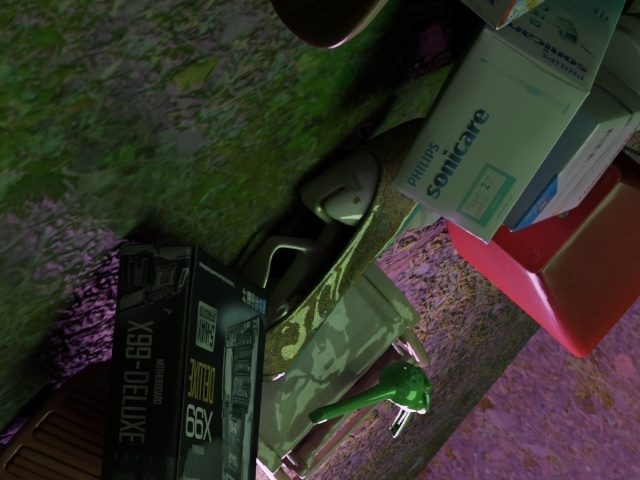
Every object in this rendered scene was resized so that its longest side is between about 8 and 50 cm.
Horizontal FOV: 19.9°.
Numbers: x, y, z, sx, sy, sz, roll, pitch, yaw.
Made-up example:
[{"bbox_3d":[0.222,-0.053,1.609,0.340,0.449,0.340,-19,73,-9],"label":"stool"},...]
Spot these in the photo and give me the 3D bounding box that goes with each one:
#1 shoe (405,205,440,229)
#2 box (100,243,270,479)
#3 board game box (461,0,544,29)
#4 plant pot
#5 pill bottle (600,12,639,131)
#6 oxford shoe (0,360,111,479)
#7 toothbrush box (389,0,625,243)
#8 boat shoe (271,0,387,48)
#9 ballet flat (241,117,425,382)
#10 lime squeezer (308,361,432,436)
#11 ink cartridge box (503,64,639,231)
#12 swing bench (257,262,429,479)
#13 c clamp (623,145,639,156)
[{"bbox_3d":[0.097,-0.046,2.161,0.219,0.077,0.058,-12,119,-52],"label":"shoe"},{"bbox_3d":[-0.127,0.145,1.778,0.307,0.077,0.242,43,50,-75],"label":"box"},{"bbox_3d":[0.192,-0.344,1.565,0.142,0.144,0.275,-34,160,-44],"label":"board game box"},{"bbox_3d":[0.324,-0.042,2.517,0.267,0.267,0.236,-49,151,3],"label":"plant pot"},{"bbox_3d":[0.407,-0.222,2.429,0.161,0.161,0.283,-54,164,22],"label":"pill bottle"},{"bbox_3d":[-0.303,0.279,1.848,0.397,0.140,0.146,-56,-162,6],"label":"oxford shoe"},{"bbox_3d":[0.204,-0.172,1.906,0.216,0.126,0.295,-59,179,35],"label":"toothbrush box"},{"bbox_3d":[0.062,-0.291,1.378,0.110,0.122,0.341,-31,156,-46],"label":"boat shoe"},{"bbox_3d":[0.000,0.000,1.978,0.348,0.123,0.123,-53,164,8],"label":"ballet flat"},{"bbox_3d":[0.088,0.195,2.164,0.110,0.059,0.310,-52,160,5],"label":"lime squeezer"},{"bbox_3d":[0.263,-0.139,2.221,0.171,0.168,0.233,-54,164,22],"label":"ink cartridge box"},{"bbox_3d":[-0.015,0.148,2.173,0.253,0.165,0.254,-45,164,-9],"label":"swing bench"},{"bbox_3d":[0.378,-0.162,2.517,0.022,0.137,0.160,-62,-177,18],"label":"c clamp"}]
